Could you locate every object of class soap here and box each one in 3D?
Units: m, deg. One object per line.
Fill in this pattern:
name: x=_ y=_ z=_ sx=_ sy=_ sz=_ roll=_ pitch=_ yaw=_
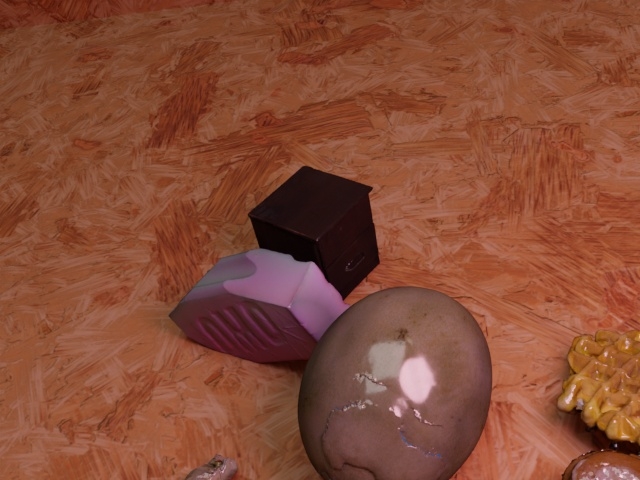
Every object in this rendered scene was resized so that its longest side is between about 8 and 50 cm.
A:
soap: x=-0.117 y=0.119 z=1.406 sx=0.323 sy=0.193 sz=0.109 roll=-12 pitch=34 yaw=46

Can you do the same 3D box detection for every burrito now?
burrito: x=-0.206 y=0.395 z=1.218 sx=0.058 sy=0.045 sz=0.188 roll=20 pitch=51 yaw=42

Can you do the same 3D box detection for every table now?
table: x=0.000 y=0.000 z=1.513 sx=0.172 sy=0.193 sz=0.169 roll=22 pitch=50 yaw=34

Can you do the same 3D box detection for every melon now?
melon: x=0.104 y=0.228 z=1.166 sx=0.268 sy=0.268 sz=0.330 roll=14 pitch=64 yaw=28

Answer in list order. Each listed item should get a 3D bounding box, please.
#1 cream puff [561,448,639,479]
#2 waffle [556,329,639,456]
cream puff: x=0.389 y=0.355 z=1.052 sx=0.150 sy=0.115 sz=0.165 roll=-16 pitch=48 yaw=-2
waffle: x=0.515 y=0.216 z=1.181 sx=0.329 sy=0.062 sz=0.329 roll=-4 pitch=25 yaw=2
